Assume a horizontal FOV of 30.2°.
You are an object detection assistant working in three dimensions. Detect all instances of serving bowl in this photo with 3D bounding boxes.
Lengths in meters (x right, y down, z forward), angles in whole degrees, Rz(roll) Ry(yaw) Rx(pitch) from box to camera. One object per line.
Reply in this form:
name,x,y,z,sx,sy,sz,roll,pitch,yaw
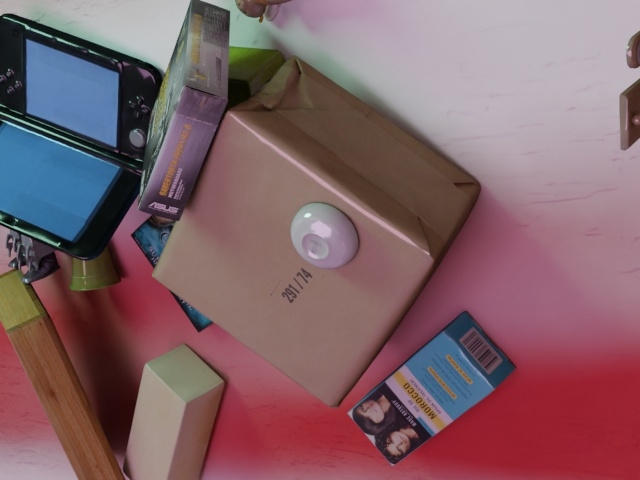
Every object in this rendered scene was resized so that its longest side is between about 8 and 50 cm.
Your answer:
serving bowl,0.000,0.000,1.344,0.083,0.027,0.083,17,129,21

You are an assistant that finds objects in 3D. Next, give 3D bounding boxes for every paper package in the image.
paper package,-0.013,-0.005,1.481,0.309,0.168,0.325,35,133,5

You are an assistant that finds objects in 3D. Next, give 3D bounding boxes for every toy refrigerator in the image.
toy refrigerator,-0.239,0.304,1.935,0.102,0.094,0.270,39,133,26

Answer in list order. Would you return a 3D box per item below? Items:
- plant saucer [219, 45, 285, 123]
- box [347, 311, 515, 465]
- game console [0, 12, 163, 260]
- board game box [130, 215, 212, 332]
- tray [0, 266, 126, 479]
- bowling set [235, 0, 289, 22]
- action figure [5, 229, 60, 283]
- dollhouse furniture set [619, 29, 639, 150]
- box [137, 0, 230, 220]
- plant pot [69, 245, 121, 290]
plant saucer,-0.123,-0.165,1.600,0.188,0.045,0.188,11,120,35
box,0.142,0.200,1.578,0.100,0.060,0.244,49,135,7
game console,-0.395,-0.154,1.716,0.293,0.173,0.250,21,127,17
board game box,-0.199,0.037,1.792,0.186,0.026,0.126,54,136,1
tray,-0.431,0.262,1.983,0.203,0.076,0.411,39,152,56
bowling set,-0.162,-0.379,1.398,0.154,0.199,0.287,-9,103,62
action figure,-0.477,-0.085,1.906,0.185,0.099,0.285,18,121,42
dollhouse furniture set,0.378,-0.166,1.127,0.151,0.123,0.144,11,121,35
box,-0.166,-0.163,1.457,0.056,0.231,0.183,16,125,-14
plant pot,-0.365,0.032,1.898,0.083,0.083,0.079,2,104,39
